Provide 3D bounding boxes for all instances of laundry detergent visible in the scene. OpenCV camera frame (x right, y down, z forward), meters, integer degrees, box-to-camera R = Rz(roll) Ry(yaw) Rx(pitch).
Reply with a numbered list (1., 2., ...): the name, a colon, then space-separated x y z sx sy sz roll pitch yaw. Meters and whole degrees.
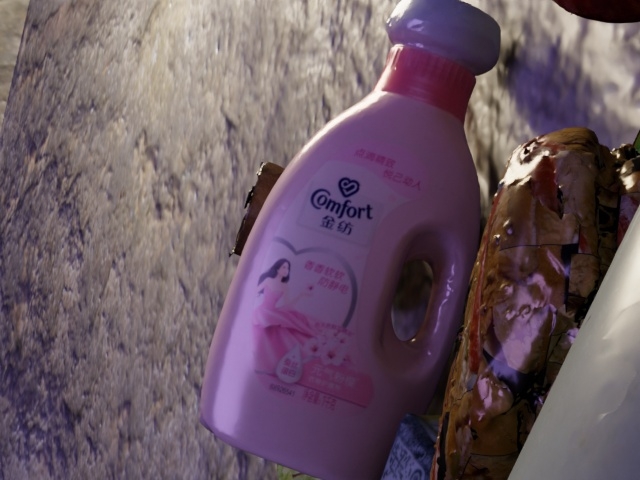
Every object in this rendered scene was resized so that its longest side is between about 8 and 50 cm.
1. laundry detergent: 0.037 -0.005 0.948 0.088 0.159 0.335 170 121 -82

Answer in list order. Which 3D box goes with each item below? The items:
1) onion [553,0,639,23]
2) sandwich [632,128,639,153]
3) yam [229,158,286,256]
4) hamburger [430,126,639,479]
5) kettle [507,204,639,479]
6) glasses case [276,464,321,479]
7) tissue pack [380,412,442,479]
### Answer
1. onion: 0.167 -0.184 0.760 0.131 0.131 0.131 -32 54 58
2. sandwich: 0.205 -0.052 0.755 0.069 0.026 0.101 61 139 46
3. yam: 0.001 -0.003 1.028 0.084 0.127 0.084 -160 90 -85
4. hamburger: 0.124 0.051 0.731 0.231 0.106 0.231 10 -90 -82
5. kettle: 0.164 0.144 0.477 0.361 0.250 0.377 84 -149 -73
6. glasses case: 0.004 0.110 1.072 0.095 0.062 0.272 -52 37 46
7. tissue pack: 0.075 0.260 0.852 0.185 0.081 0.257 44 121 61
